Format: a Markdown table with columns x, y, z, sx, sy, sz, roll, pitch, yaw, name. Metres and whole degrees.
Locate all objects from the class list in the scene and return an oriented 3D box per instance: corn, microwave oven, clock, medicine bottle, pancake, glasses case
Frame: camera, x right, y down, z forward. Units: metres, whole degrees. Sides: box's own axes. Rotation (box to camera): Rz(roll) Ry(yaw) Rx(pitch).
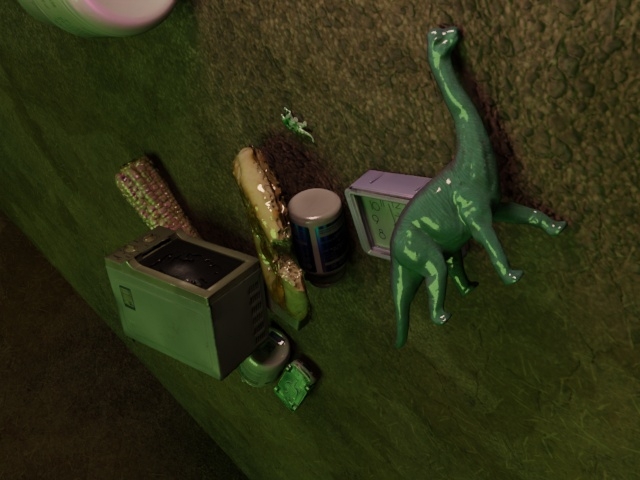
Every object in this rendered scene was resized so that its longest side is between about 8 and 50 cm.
| x | y | z | sx | sy | sz | roll | pitch | yaw | name |
| --- | --- | --- | --- | --- | --- | --- | --- | --- | --- |
| -0.434 | -0.073 | 1.770 | 0.127 | 0.127 | 0.335 | -11 | 115 | 57 | corn |
| -0.327 | 0.143 | 1.636 | 0.355 | 0.218 | 0.286 | 16 | 127 | 30 | microwave oven |
| 0.144 | -0.035 | 1.082 | 0.194 | 0.073 | 0.144 | 15 | 135 | 46 | clock |
| 0.000 | 0.000 | 1.277 | 0.107 | 0.107 | 0.191 | 26 | 142 | 36 | medicine bottle |
| -0.166 | 0.342 | 1.838 | 0.135 | 0.135 | 0.215 | 44 | 148 | 13 | medicine bottle |
| -0.101 | -0.011 | 1.299 | 0.382 | 0.071 | 0.381 | 160 | 90 | -81 | pancake |
| -0.113 | 0.142 | 1.641 | 0.205 | 0.047 | 0.070 | 34 | 136 | 28 | glasses case |
| -0.422 | -0.495 | 1.177 | 0.302 | 0.241 | 0.241 | 16 | 135 | 45 | medicine bottle |

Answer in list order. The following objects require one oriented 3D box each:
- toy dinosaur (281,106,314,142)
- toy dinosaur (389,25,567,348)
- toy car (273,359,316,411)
| x | y | z | sx | sy | sz | roll | pitch | yaw | name |
| --- | --- | --- | --- | --- | --- | --- | --- | --- | --- |
| -0.047 | -0.211 | 1.200 | 0.083 | 0.021 | 0.062 | 61 | 156 | -8 | toy dinosaur |
| 0.142 | -0.060 | 0.929 | 0.383 | 0.129 | 0.330 | -40 | 88 | 28 | toy dinosaur |
| -0.065 | 0.408 | 1.835 | 0.090 | 0.076 | 0.224 | 44 | 141 | 15 | toy car |
